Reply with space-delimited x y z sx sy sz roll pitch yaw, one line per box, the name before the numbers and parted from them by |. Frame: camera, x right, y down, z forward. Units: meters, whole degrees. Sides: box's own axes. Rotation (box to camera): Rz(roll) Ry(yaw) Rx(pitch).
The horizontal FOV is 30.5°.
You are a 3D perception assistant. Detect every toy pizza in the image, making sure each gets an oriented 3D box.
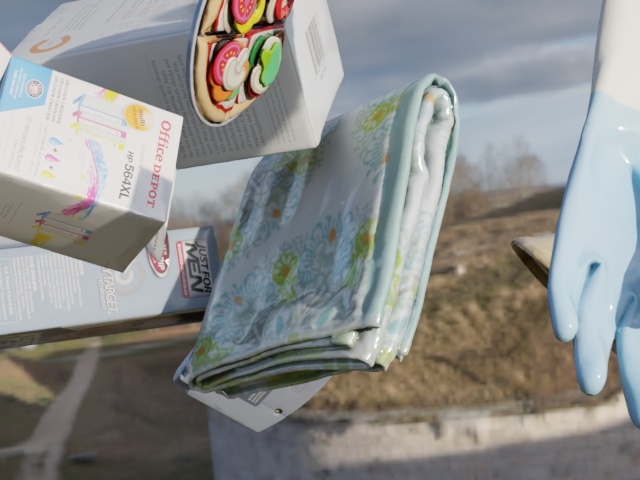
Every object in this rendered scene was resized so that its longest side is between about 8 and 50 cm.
toy pizza | -0.067 -0.202 1.124 0.032 0.201 0.201 21 9 16

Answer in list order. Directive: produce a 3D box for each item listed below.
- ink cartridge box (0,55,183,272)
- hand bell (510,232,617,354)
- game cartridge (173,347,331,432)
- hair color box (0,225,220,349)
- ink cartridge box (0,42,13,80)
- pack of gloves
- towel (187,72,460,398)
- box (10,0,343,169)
ink cartridge box | -0.164 -0.047 0.815 0.143 0.092 0.090 17 -31 -21
hand bell | 0.260 -0.038 0.798 0.242 0.126 0.126 -44 1 2
game cartridge | -0.074 0.173 1.866 0.198 0.297 0.062 30 29 -21
hair color box | -0.330 0.070 1.559 0.374 0.114 0.185 -7 -8 -17
ink cartridge box | -0.396 -0.139 1.255 0.218 0.092 0.158 3 -34 35
pack of gloves | 0.198 -0.011 0.493 0.195 0.232 0.046 23 -26 -13
towel | 0.000 0.000 1.378 0.320 0.374 0.090 -17 -44 44
box | -0.168 -0.202 1.405 0.345 0.168 0.215 -7 29 16
